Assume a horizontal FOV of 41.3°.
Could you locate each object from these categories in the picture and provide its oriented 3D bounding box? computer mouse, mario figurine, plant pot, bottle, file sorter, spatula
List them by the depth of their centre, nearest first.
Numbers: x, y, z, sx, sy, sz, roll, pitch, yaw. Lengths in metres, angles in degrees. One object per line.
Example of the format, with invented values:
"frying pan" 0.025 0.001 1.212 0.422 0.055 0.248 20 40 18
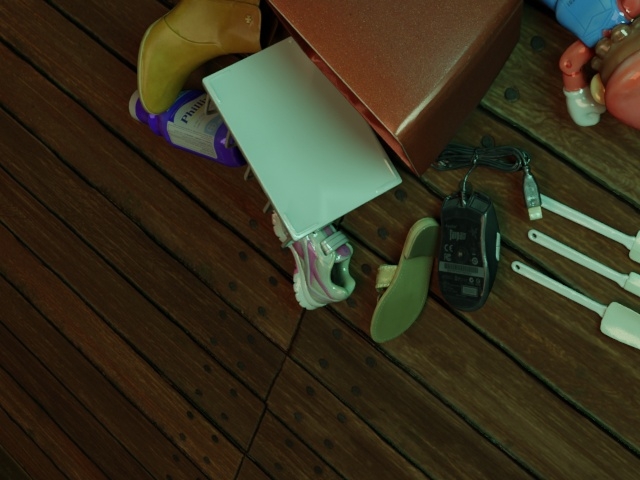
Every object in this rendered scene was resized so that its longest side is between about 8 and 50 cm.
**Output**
"mario figurine" 0.366 -0.272 1.060 0.320 0.170 0.198 61 171 15
"plant pot" 0.118 -0.277 1.126 0.236 0.267 0.267 -42 78 5
"spatula" 0.393 0.041 1.220 0.242 0.019 0.168 28 126 27
"computer mouse" 0.259 -0.022 1.279 0.184 0.060 0.262 1 98 44
"file sorter" -0.040 -0.150 1.352 0.277 0.193 0.173 60 166 3
"bottle" -0.231 -0.219 1.553 0.283 0.118 0.092 22 144 32

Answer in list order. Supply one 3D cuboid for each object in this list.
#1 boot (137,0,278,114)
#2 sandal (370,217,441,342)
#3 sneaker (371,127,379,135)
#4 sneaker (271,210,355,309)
"boot" -0.185 -0.334 1.433 0.211 0.104 0.295 21 100 27
"sandal" 0.134 0.054 1.420 0.079 0.088 0.240 58 135 49
"sneaker" 0.077 -0.236 1.328 0.084 0.058 0.152 -1 113 46
"sneaker" 0.000 0.000 1.482 0.111 0.103 0.252 -4 113 36
